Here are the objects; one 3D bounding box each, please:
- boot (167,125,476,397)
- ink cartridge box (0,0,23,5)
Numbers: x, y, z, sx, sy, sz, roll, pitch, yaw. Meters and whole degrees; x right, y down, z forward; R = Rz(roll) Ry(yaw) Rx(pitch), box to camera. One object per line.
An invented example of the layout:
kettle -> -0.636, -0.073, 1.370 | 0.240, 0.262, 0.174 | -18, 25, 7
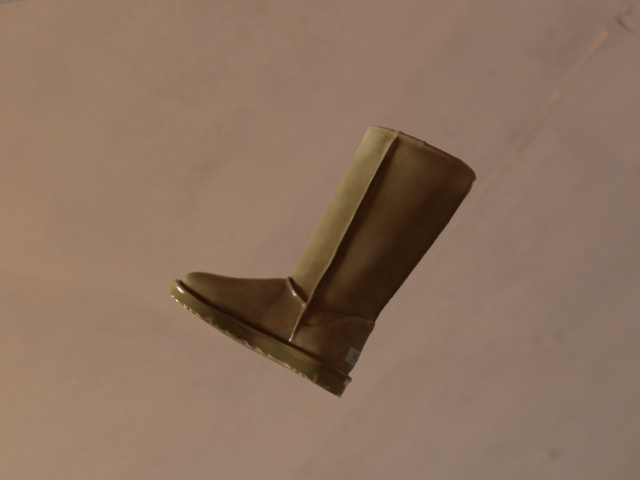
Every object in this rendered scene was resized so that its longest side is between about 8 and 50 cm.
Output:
boot -> 0.000, 0.000, 1.337 | 0.270, 0.236, 0.089 | -60, -20, -7
ink cartridge box -> -0.215, -0.181, 0.504 | 0.306, 0.131, 0.226 | -22, -9, -47
